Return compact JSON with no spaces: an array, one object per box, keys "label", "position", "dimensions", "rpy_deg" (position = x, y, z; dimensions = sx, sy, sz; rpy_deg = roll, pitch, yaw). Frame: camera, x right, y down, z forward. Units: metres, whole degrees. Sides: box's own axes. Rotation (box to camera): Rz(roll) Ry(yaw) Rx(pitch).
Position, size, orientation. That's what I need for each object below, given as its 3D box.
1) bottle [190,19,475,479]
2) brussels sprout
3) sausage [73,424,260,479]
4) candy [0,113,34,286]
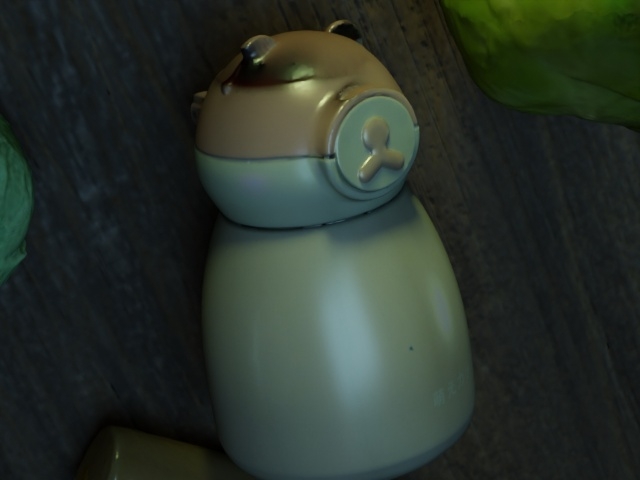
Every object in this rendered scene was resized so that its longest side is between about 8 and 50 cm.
[{"label":"bottle","position":[0.000,0.000,0.779],"dimensions":[0.147,0.147,0.237],"rpy_deg":[-13,111,-12]},{"label":"brussels sprout","position":[0.148,-0.158,0.728],"dimensions":[0.161,0.223,0.223],"rpy_deg":[-4,110,-20]},{"label":"sausage","position":[-0.002,0.172,0.886],"dimensions":[0.301,0.066,0.066],"rpy_deg":[19,103,-22]},{"label":"candy","position":[-0.311,0.095,0.758],"dimensions":[0.119,0.119,0.440],"rpy_deg":[39,102,-25]}]
